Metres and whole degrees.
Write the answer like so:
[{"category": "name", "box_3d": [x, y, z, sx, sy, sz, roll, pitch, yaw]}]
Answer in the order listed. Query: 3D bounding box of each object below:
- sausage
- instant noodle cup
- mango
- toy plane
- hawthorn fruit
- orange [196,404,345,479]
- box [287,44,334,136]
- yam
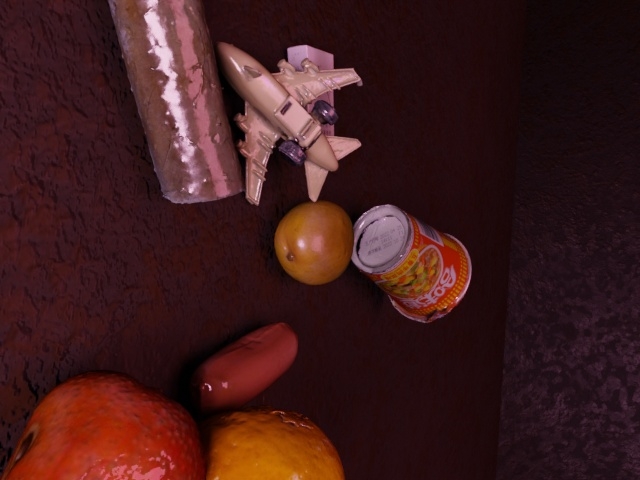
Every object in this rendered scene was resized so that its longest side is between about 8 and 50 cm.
[{"category": "sausage", "box_3d": [-0.090, 0.159, 0.700, 0.194, 0.077, 0.077, -26, 114, -57]}, {"category": "instant noodle cup", "box_3d": [0.159, 0.035, 1.043, 0.212, 0.193, 0.193, 32, 64, -48]}, {"category": "mango", "box_3d": [0.000, 0.000, 0.839, 0.194, 0.091, 0.130, -34, 119, -65]}, {"category": "toy plane", "box_3d": [-0.045, -0.162, 0.717, 0.229, 0.092, 0.244, -51, 131, -5]}, {"category": "hawthorn fruit", "box_3d": [-0.204, 0.216, 0.405, 0.285, 0.165, 0.165, -42, 128, -60]}, {"category": "orange", "box_3d": [-0.077, 0.283, 0.592, 0.219, 0.193, 0.219, -13, 128, -17]}, {"category": "box", "box_3d": [-0.013, -0.209, 0.842, 0.084, 0.040, 0.155, -14, 105, -57]}, {"category": "yam", "box_3d": [-0.147, -0.166, 0.561, 0.093, 0.093, 0.260, -39, 125, -53]}]
